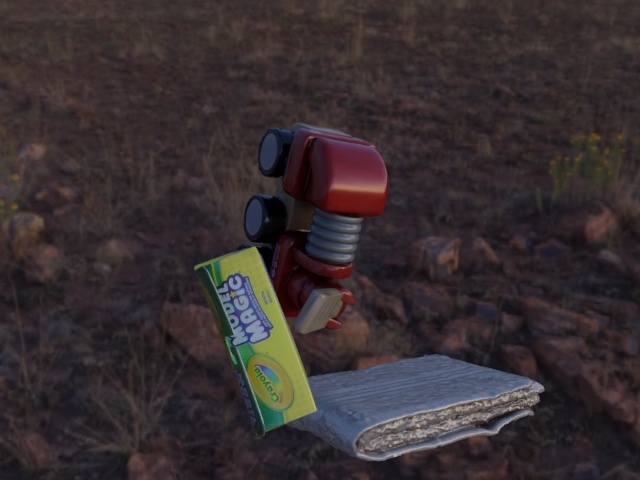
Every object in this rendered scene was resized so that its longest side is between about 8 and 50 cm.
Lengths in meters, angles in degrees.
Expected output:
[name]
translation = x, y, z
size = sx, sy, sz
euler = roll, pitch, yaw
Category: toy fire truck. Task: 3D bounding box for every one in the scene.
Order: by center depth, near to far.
[toy fire truck]
translation = 0.000, 0.000, 0.843
size = 0.158, 0.217, 0.246
euler = 6, 17, -31

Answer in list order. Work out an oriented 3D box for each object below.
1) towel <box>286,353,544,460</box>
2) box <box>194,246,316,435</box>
[towel]
translation = 0.091, 0.176, 0.857
size = 0.282, 0.049, 0.187
euler = -3, 4, -35
[box]
translation = -0.041, 0.058, 0.505
size = 0.043, 0.105, 0.179
euler = -20, -1, -2
